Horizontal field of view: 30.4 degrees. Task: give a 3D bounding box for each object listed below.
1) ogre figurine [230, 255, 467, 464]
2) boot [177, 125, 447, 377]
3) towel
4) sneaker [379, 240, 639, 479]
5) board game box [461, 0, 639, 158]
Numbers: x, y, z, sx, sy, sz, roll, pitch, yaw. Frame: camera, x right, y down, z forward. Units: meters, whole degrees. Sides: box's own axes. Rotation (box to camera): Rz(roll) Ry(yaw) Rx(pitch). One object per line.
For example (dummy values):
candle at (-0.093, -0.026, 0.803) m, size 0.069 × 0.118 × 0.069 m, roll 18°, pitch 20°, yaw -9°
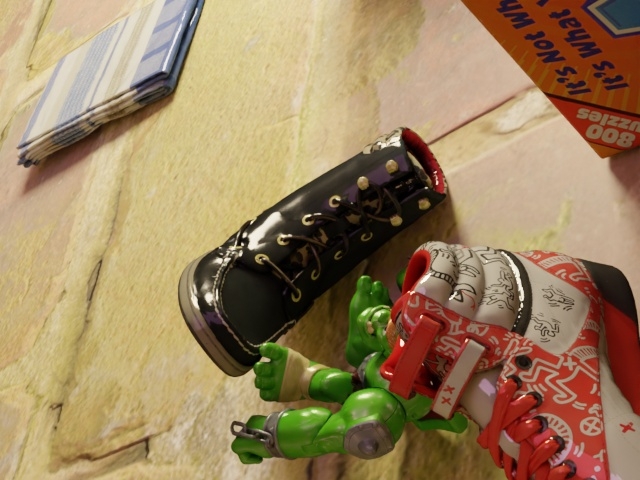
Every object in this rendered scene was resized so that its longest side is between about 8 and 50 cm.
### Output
ogre figurine at (0.042, 0.082, 0.782) m, size 0.197 × 0.097 × 0.118 m, roll -20°, pitch 17°, yaw -36°
boot at (-0.001, -0.002, 0.871) m, size 0.178 × 0.085 × 0.236 m, roll -34°, pitch 8°, yaw 18°
towel at (-0.266, -0.213, 1.502) m, size 0.285 × 0.034 × 0.209 m, roll -22°, pitch 40°, yaw 33°
sneaker at (0.107, 0.101, 0.620) m, size 0.270 × 0.145 × 0.090 m, roll -92°, pitch 16°, yaw -51°
board game box at (0.242, -0.339, 0.721) m, size 0.356 × 0.356 × 0.356 m, roll -21°, pitch 42°, yaw 36°
